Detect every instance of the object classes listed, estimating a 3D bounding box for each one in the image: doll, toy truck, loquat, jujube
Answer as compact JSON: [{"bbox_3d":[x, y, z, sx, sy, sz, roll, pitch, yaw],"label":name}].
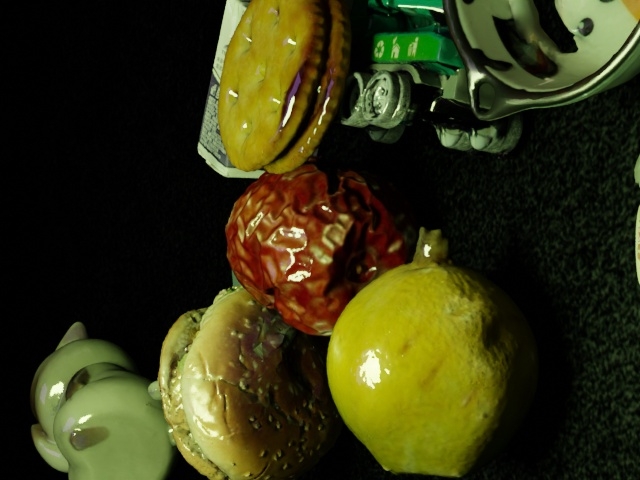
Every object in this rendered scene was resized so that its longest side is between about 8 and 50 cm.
[{"bbox_3d":[-0.349,0.286,2.299,0.370,0.226,0.215,18,139,57],"label":"doll"},{"bbox_3d":[0.096,-0.189,1.538,0.363,0.176,0.178,7,86,62],"label":"toy truck"},{"bbox_3d":[0.114,0.108,1.441,0.213,0.213,0.246,10,100,62],"label":"loquat"},{"bbox_3d":[0.000,0.000,1.648,0.232,0.213,0.213,22,108,61],"label":"jujube"}]

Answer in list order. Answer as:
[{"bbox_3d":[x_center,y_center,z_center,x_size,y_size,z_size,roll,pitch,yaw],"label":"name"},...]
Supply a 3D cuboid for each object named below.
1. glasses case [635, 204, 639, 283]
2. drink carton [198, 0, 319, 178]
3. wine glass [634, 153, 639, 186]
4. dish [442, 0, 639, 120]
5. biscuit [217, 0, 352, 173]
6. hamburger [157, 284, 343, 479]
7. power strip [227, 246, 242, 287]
[{"bbox_3d":[0.297,0.004,1.285,0.032,0.021,0.083,-4,85,63],"label":"glasses case"},{"bbox_3d":[-0.065,-0.197,1.863,0.102,0.134,0.222,44,126,55],"label":"drink carton"},{"bbox_3d":[0.332,-0.109,1.129,0.204,0.111,0.111,-63,37,35],"label":"wine glass"},{"bbox_3d":[0.238,-0.250,1.283,0.303,0.120,0.303,0,90,52],"label":"dish"},{"bbox_3d":[-0.041,-0.177,1.539,0.220,0.066,0.220,-34,51,55],"label":"biscuit"},{"bbox_3d":[-0.074,0.174,1.761,0.146,0.243,0.286,-23,26,41],"label":"hamburger"},{"bbox_3d":[-0.100,0.119,2.000,0.167,0.054,0.253,51,133,48],"label":"power strip"}]
